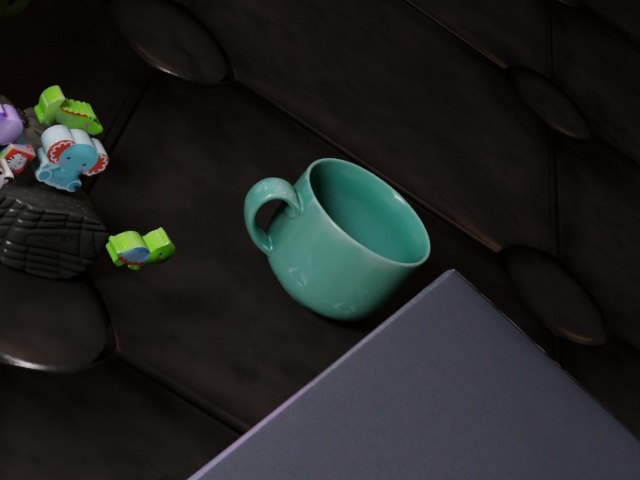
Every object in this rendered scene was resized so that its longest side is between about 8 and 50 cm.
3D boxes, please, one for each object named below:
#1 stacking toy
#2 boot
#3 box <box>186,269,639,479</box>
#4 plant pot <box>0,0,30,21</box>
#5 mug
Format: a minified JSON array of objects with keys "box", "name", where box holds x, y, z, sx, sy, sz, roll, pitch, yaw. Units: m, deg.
[{"box":[-0.204,-0.071,1.018,0.221,0.052,0.167,21,31,-49],"name":"stacking toy"},{"box":[-0.276,-0.065,1.069,0.246,0.083,0.161,22,27,-42],"name":"boot"},{"box":[-0.017,0.200,0.610,0.183,0.294,0.296,44,28,8],"name":"box"},{"box":[-0.351,-0.256,1.085,0.254,0.276,0.276,56,31,8],"name":"plant pot"},{"box":[0.006,-0.001,1.271,0.157,0.097,0.129,37,29,-2],"name":"mug"}]
